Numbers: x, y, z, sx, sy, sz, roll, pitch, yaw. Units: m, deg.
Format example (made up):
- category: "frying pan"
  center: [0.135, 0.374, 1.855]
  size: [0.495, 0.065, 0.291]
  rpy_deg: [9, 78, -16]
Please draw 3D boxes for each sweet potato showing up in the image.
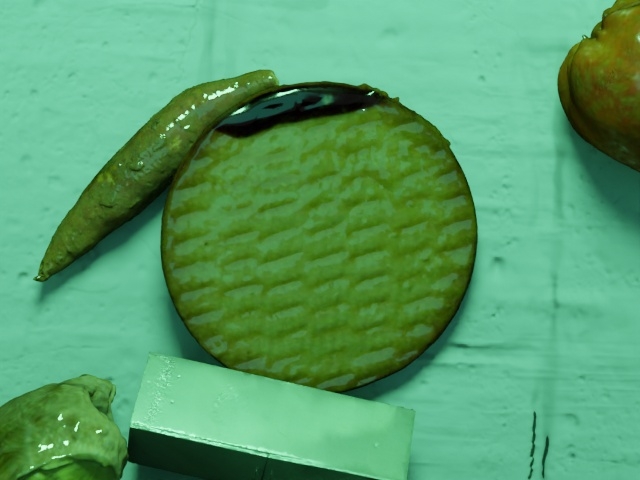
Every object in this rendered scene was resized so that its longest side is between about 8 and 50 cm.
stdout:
- category: "sweet potato"
  center: [-0.175, -0.074, 1.396]
  size: [0.314, 0.066, 0.072]
  rpy_deg: [-42, 134, 0]

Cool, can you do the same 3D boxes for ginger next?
- category: "ginger"
  center: [-0.312, 0.218, 1.358]
  size: [0.275, 0.221, 0.130]
  rpy_deg: [-38, 128, -15]

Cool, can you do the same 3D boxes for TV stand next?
- category: "TV stand"
  center: [-0.048, 0.193, 1.386]
  size: [0.269, 0.083, 0.088]
  rpy_deg: [12, 53, 0]

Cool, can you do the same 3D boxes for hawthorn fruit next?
- category: "hawthorn fruit"
  center: [0.323, -0.148, 1.357]
  size: [0.189, 0.189, 0.189]
  rpy_deg: [0, 92, -1]

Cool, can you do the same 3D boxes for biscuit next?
- category: "biscuit"
  center: [0.000, 0.000, 1.393]
  size: [0.317, 0.040, 0.318]
  rpy_deg: [-1, 100, -6]
